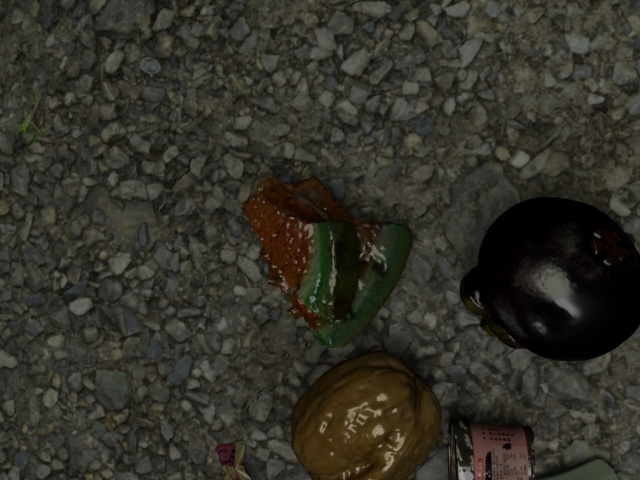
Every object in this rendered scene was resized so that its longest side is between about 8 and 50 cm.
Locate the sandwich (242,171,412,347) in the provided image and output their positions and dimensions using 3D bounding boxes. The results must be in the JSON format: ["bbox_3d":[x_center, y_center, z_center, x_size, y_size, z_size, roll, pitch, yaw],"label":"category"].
[{"bbox_3d":[0.000,0.000,1.617,0.301,0.162,0.250,41,75,0],"label":"sandwich"}]

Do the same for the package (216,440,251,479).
[{"bbox_3d":[-0.155,0.406,1.765,0.059,0.029,0.083,-16,78,19],"label":"package"}]

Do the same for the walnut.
[{"bbox_3d":[0.070,0.306,1.622,0.257,0.257,0.224,-45,120,10],"label":"walnut"}]

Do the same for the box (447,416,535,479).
[{"bbox_3d":[0.283,0.368,1.619,0.135,0.151,0.151,-1,92,3],"label":"box"}]

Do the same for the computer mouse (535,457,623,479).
[{"bbox_3d":[0.423,0.426,1.637,0.181,0.056,0.089,-24,92,11],"label":"computer mouse"}]

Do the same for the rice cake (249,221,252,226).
[{"bbox_3d":[-0.027,0.049,1.714,0.081,0.051,0.290,-35,85,8],"label":"rice cake"}]

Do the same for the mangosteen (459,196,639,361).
[{"bbox_3d":[0.360,0.077,1.558,0.275,0.275,0.302,51,136,6],"label":"mangosteen"}]
